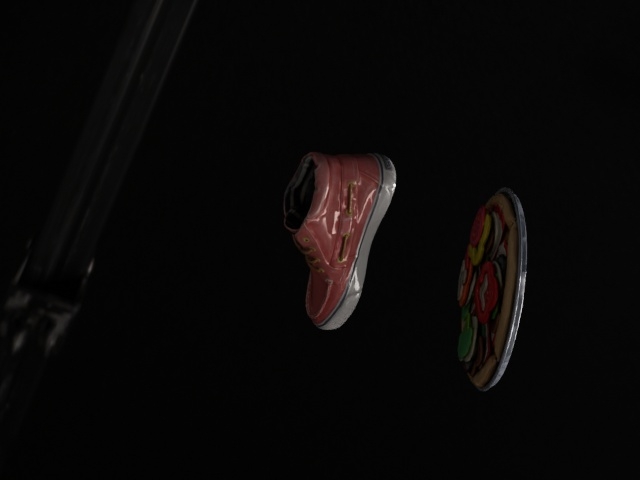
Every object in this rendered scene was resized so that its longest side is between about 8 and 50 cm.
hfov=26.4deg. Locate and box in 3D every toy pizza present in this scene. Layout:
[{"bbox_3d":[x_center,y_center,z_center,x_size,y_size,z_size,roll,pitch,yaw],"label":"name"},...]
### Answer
[{"bbox_3d":[0.160,0.046,1.340,0.032,0.201,0.201,7,-67,-6],"label":"toy pizza"}]

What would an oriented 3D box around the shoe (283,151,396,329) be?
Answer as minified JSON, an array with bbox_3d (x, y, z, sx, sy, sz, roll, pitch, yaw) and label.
[{"bbox_3d":[0.000,0.000,1.205,0.081,0.063,0.178,4,-59,-28],"label":"shoe"}]
